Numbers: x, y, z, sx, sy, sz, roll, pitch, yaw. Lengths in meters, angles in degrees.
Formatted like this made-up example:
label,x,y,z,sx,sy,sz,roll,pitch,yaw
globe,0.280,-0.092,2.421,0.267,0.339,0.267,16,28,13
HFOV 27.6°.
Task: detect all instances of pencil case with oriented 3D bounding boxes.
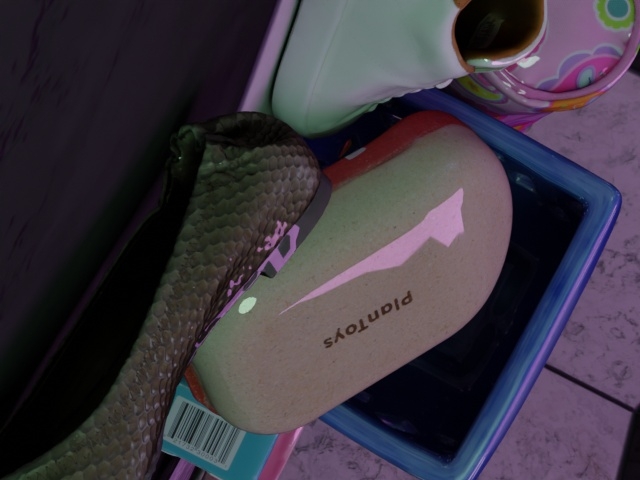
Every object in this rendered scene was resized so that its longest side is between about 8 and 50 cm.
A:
label,x,y,z,sx,sy,sz,roll,pitch,yaw
pencil case,0.139,-0.137,0.954,0.124,0.124,0.284,-63,-177,-3

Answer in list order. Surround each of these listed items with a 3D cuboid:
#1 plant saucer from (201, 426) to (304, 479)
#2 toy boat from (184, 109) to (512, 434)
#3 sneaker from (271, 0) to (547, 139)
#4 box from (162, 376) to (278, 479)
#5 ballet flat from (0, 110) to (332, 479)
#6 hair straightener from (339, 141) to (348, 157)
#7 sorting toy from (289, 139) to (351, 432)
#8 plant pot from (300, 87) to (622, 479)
label,x,y,z,sx,sy,sz,roll,pitch,yaw
plant saucer,-0.050,0.197,1.626,0.332,0.084,0.332,-64,177,-6
toy boat,0.000,0.000,0.797,0.231,0.151,0.151,-30,137,-13
sneaker,0.049,-0.109,0.721,0.290,0.123,0.106,117,-2,-75
box,-0.063,0.107,1.062,0.060,0.100,0.244,-64,179,19
ballet flat,-0.075,0.039,0.452,0.084,0.058,0.250,-9,-143,46
hair straightener,0.030,-0.126,1.092,0.230,0.047,0.089,-54,172,-44
sorting toy,-0.008,0.022,1.383,0.229,0.041,0.307,76,33,-47
plant pot,0.073,0.027,0.966,0.236,0.236,0.212,-61,164,0
